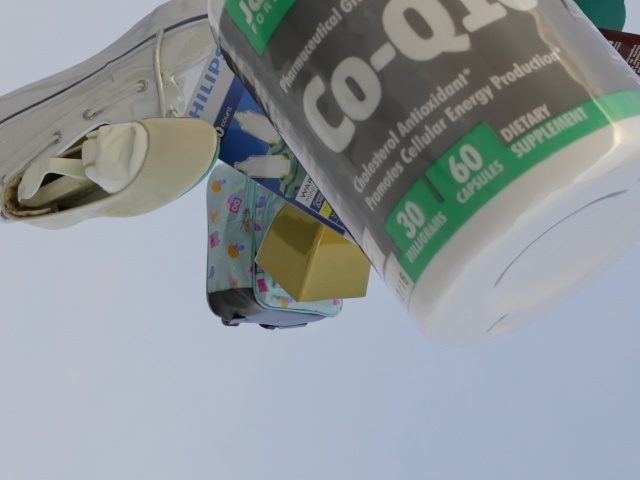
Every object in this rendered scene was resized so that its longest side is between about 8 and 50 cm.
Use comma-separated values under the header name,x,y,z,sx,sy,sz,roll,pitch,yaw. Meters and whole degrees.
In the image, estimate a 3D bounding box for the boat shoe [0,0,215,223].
name,x,y,z,sx,sy,sz,roll,pitch,yaw
boat shoe,-0.178,-0.117,1.428,0.367,0.136,0.156,-25,-116,2

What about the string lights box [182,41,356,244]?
name,x,y,z,sx,sy,sz,roll,pitch,yaw
string lights box,0.003,-0.095,1.234,0.260,0.077,0.133,32,-78,38

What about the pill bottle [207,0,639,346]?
name,x,y,z,sx,sy,sz,roll,pitch,yaw
pill bottle,0.054,-0.127,0.936,0.204,0.204,0.361,-47,-116,26

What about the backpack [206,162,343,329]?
name,x,y,z,sx,sy,sz,roll,pitch,yaw
backpack,-0.043,-0.008,1.588,0.144,0.166,0.188,-20,-109,37

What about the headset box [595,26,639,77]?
name,x,y,z,sx,sy,sz,roll,pitch,yaw
headset box,0.326,-0.084,1.308,0.293,0.218,0.110,17,-106,40

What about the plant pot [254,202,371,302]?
name,x,y,z,sx,sy,sz,roll,pitch,yaw
plant pot,0.000,0.000,1.331,0.081,0.081,0.083,42,-54,44

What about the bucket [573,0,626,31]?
name,x,y,z,sx,sy,sz,roll,pitch,yaw
bucket,0.162,-0.288,1.432,0.281,0.281,0.183,-56,-148,17

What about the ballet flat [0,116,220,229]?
name,x,y,z,sx,sy,sz,roll,pitch,yaw
ballet flat,-0.198,-0.060,1.278,0.248,0.086,0.086,-18,-119,40
